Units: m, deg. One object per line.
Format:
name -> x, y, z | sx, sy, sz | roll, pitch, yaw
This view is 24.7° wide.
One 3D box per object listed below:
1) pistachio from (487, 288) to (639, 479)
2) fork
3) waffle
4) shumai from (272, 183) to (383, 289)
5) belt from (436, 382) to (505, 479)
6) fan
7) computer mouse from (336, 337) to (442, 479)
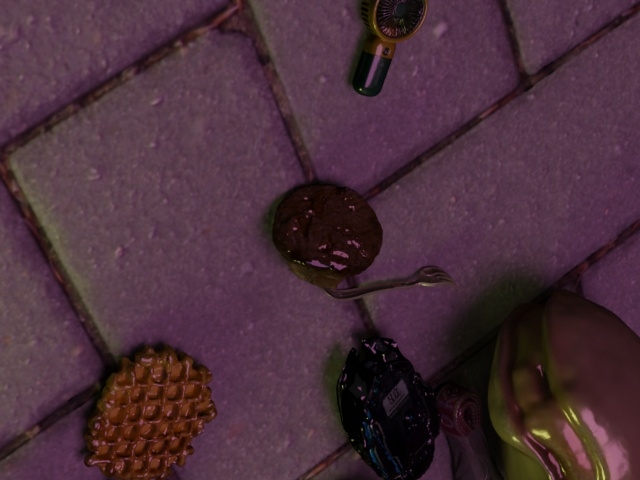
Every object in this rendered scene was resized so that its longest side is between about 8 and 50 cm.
pistachio -> 0.370, 0.272, 2.059 | 0.281, 0.365, 0.445 | -14, 134, 23
fork -> 0.096, 0.057, 1.940 | 0.219, 0.034, 0.028 | -3, 139, -33
waffle -> -0.207, 0.215, 1.790 | 0.191, 0.038, 0.191 | -15, 119, -29
shumai -> -0.003, -0.003, 1.814 | 0.139, 0.105, 0.123 | 8, 63, -47
belt -> 0.217, 0.300, 2.123 | 0.071, 0.053, 0.232 | -45, 132, -25
fan -> 0.074, -0.249, 1.770 | 0.082, 0.039, 0.155 | 9, 107, -38
computer mouse -> 0.083, 0.234, 1.977 | 0.146, 0.077, 0.242 | -43, 125, -37
